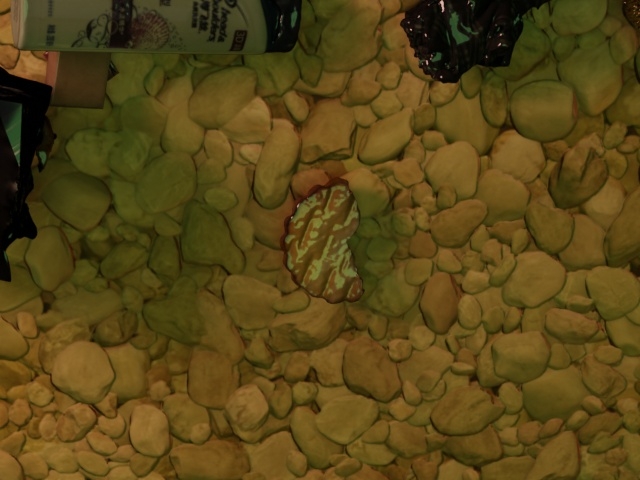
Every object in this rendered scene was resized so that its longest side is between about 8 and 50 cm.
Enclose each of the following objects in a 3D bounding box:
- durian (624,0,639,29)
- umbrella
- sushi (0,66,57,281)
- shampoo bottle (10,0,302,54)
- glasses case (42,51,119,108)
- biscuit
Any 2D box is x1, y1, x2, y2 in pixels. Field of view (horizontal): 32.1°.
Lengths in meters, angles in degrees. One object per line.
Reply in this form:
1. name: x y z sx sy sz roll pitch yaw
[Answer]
1. durian: 0.495 -0.320 1.487 0.146 0.159 0.198 -37 110 11
2. umbrella: 0.273 -0.327 1.476 0.336 0.128 0.154 -24 110 -3
3. sushi: -0.450 -0.103 1.406 0.215 0.212 0.227 10 111 3
4. shampoo bottle: -0.198 -0.301 1.392 0.359 0.078 0.134 -3 110 -24
5. glasses case: -0.306 -0.270 1.451 0.102 0.070 0.194 -1 110 -37
6. biscuit: 0.000 0.000 1.583 0.118 0.061 0.183 -3 107 -5
